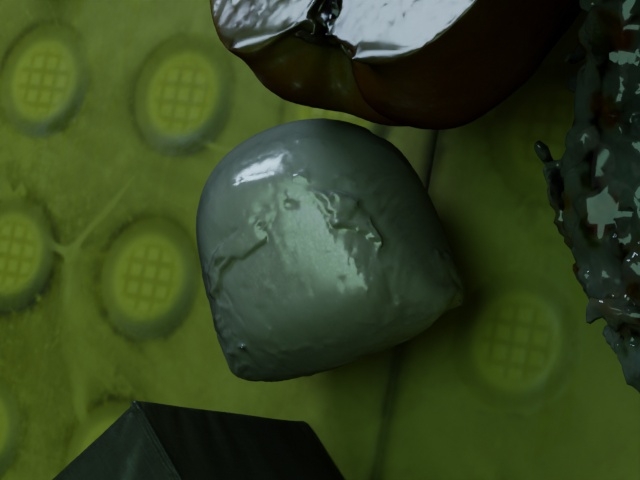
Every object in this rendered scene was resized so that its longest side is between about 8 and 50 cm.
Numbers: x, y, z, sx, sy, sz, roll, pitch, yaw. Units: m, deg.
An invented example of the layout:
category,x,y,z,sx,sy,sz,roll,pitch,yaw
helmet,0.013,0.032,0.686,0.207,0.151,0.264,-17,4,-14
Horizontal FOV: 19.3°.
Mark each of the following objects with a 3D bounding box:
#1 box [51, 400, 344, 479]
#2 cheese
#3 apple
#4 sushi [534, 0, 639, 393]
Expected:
category,x,y,z,sx,sy,sz,roll,pitch,yaw
box,-0.082,0.229,1.400,0.149,0.231,0.155,-44,63,19
cheese,0.000,0.000,1.431,0.198,0.154,0.189,-21,89,24
apple,0.071,-0.262,1.345,0.295,0.329,0.364,20,79,-3
sushi,0.323,-0.058,1.222,0.418,0.176,0.417,-6,78,32
